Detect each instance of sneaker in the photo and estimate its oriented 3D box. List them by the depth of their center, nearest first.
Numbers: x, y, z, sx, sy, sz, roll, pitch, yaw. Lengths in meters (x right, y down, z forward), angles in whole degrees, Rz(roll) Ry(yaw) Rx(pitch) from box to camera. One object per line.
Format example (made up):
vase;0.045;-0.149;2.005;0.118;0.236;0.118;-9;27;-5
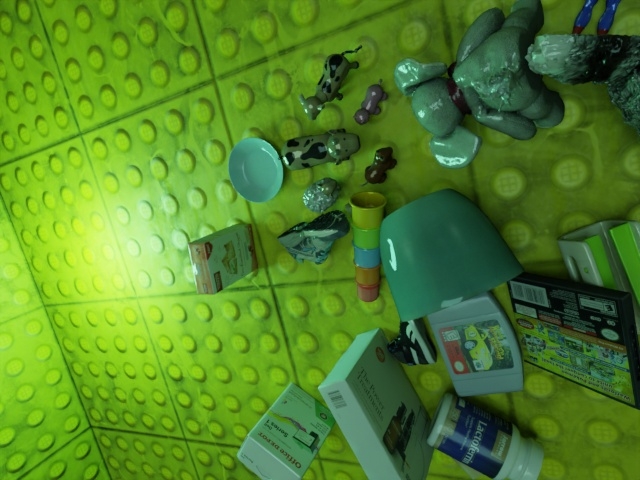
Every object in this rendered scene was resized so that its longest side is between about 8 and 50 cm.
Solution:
sneaker;0.000;0.000;1.168;0.283;0.110;0.122;-13;113;55
sneaker;0.231;0.261;1.169;0.121;0.079;0.216;-21;97;28

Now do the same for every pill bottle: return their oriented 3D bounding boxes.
pill bottle;0.435;0.536;1.116;0.265;0.153;0.153;22;114;18

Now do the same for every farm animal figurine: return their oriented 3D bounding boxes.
farm animal figurine;0.024;-0.263;1.050;0.327;0.172;0.330;-24;94;30

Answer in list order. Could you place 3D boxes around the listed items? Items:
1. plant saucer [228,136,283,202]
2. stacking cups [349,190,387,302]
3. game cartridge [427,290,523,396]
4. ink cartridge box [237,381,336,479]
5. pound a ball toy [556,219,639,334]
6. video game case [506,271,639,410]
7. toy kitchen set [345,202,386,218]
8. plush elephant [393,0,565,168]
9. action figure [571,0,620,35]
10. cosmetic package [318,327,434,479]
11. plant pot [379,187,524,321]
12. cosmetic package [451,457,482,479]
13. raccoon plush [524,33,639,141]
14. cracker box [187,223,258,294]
plant saucer;-0.188;-0.211;1.249;0.195;0.037;0.194;8;109;23
stacking cups;0.128;0.025;1.115;0.096;0.096;0.316;12;130;22
game cartridge;0.415;0.272;1.101;0.196;0.060;0.294;-20;97;26
ink cartridge box;-0.098;0.625;1.332;0.201;0.278;0.117;32;118;13
pound a ball toy;0.670;0.110;0.897;0.208;0.136;0.319;-22;93;0
video game case;0.548;0.202;0.917;0.275;0.035;0.248;13;123;66
toy kitchen set;0.119;-0.088;1.129;0.075;0.068;0.083;-36;117;17
plush elephant;0.310;-0.305;0.861;0.255;0.330;0.271;-8;110;47
action figure;0.536;-0.485;0.756;0.092;0.139;0.280;19;111;19
cosmetic package;0.175;0.475;1.148;0.097;0.284;0.377;-28;93;29
plant pot;0.273;0.022;0.967;0.293;0.293;0.235;-29;79;30
cosmetic package;0.416;0.621;1.205;0.115;0.060;0.041;43;119;6
raccoon plush;0.582;-0.203;0.764;0.447;0.216;0.299;9;113;15
cracker box;-0.289;0.050;1.269;0.067;0.232;0.155;1;107;26
